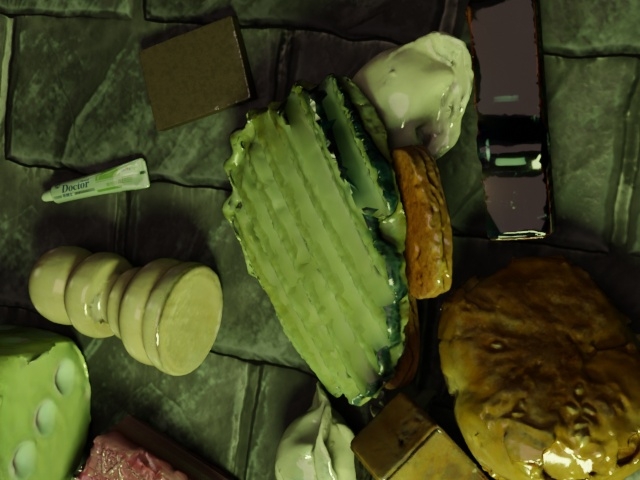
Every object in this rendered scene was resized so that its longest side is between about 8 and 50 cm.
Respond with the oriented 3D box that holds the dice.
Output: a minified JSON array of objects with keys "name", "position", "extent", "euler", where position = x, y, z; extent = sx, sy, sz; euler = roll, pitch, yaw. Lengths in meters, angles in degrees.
[{"name":"dice","position":[-0.519,0.269,1.446],"extent":[0.254,0.252,0.250],"euler":[5,95,21]}]

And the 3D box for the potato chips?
[{"name":"potato chips","position":[0.000,0.000,1.234],"extent":[0.358,0.070,0.429],"euler":[-48,61,47]}]

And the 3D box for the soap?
[{"name":"soap","position":[-0.221,0.430,1.394],"extent":[0.325,0.127,0.220],"euler":[29,104,18]}]

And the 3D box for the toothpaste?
[{"name":"toothpaste","position":[-0.358,-0.088,1.480],"extent":[0.197,0.029,0.048],"euler":[-11,89,20]}]

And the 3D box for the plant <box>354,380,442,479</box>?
[{"name":"plant","position":[0.113,0.288,1.233],"extent":[0.131,0.142,0.203],"euler":[-5,113,-9]}]

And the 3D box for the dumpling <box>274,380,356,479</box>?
[{"name":"dumpling","position":[0.002,0.314,1.287],"extent":[0.124,0.151,0.229],"euler":[-3,97,-12]}]

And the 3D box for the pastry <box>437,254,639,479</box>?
[{"name":"pastry","position":[0.269,0.168,1.110],"extent":[0.255,0.311,0.162],"euler":[-5,135,-5]}]

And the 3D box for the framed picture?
[{"name":"framed picture","position":[-0.186,-0.249,1.402],"extent":[0.168,0.023,0.128],"euler":[-15,86,23]}]

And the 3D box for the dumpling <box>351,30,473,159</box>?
[{"name":"dumpling","position":[0.107,-0.166,1.220],"extent":[0.250,0.132,0.162],"euler":[-40,86,32]}]

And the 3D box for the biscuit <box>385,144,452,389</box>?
[{"name":"biscuit","position":[0.106,0.038,1.190],"extent":[0.277,0.052,0.262],"euler":[128,131,-58]}]

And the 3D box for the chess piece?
[{"name":"chess piece","position":[-0.310,0.089,1.414],"extent":[0.299,0.167,0.167],"euler":[12,97,29]}]

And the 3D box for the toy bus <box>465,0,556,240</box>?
[{"name":"toy bus","position":[0.240,-0.206,1.186],"extent":[0.093,0.092,0.409],"euler":[-4,91,21]}]

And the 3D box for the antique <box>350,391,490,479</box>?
[{"name":"antique","position":[0.164,0.316,1.136],"extent":[0.093,0.310,0.087],"euler":[-44,32,-5]}]
